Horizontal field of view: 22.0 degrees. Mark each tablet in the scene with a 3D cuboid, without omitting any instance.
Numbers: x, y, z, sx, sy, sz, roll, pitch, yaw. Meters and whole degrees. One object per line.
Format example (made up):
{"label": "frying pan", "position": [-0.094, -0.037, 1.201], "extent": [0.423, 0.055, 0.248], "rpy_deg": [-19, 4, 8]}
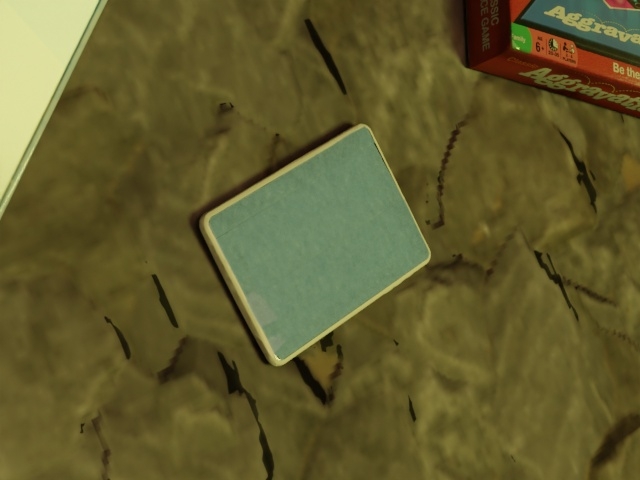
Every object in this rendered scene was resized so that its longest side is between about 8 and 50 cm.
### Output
{"label": "tablet", "position": [0.000, 0.000, 0.541], "extent": [0.083, 0.006, 0.054], "rpy_deg": [-33, 99, -40]}

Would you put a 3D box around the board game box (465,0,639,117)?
{"label": "board game box", "position": [0.169, -0.114, 0.702], "extent": [0.281, 0.027, 0.145], "rpy_deg": [11, 70, -37]}

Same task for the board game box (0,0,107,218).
{"label": "board game box", "position": [-0.196, -0.078, 0.289], "extent": [0.318, 0.066, 0.318], "rpy_deg": [29, 82, -30]}
